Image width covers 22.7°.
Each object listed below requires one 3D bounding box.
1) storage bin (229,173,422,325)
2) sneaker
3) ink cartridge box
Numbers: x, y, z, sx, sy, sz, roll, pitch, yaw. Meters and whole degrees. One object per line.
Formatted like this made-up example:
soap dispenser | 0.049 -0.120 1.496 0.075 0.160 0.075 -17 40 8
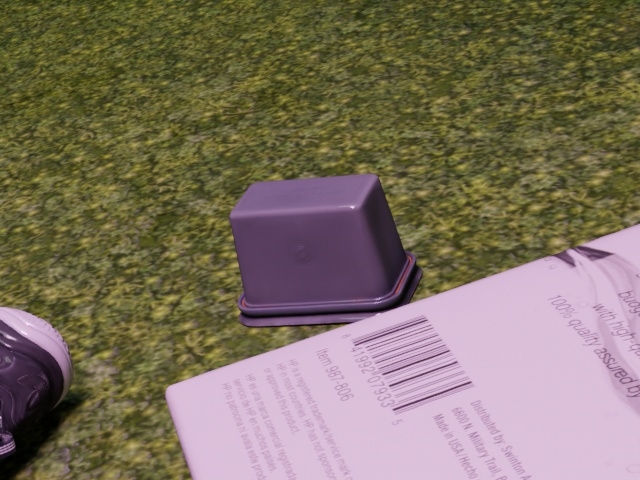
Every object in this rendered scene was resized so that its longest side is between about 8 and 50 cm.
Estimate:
storage bin | 0.000 0.000 1.198 0.135 0.091 0.098 -3 29 22
sneaker | -0.317 0.120 1.111 0.269 0.101 0.153 -6 25 12
ink cartridge box | 0.153 0.134 0.766 0.395 0.166 0.285 -19 27 -6
